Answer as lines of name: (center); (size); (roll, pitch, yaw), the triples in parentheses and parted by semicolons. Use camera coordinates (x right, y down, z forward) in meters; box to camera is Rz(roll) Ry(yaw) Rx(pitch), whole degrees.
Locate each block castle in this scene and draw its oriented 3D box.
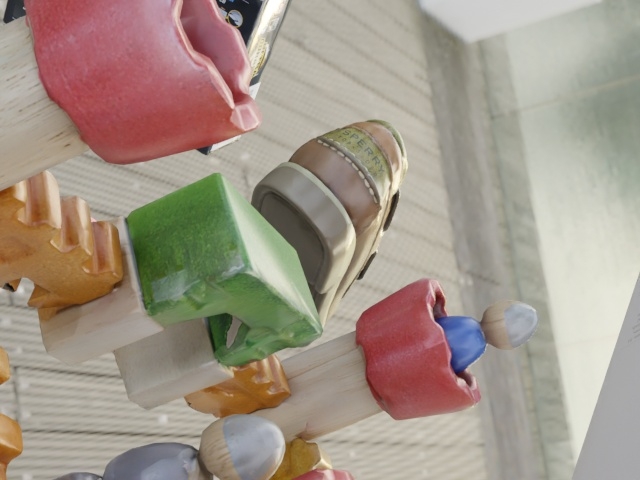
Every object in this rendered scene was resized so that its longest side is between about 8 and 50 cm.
block castle: (0.007, 0.101, 0.540); (0.453, 0.212, 0.303); (49, 21, -60)

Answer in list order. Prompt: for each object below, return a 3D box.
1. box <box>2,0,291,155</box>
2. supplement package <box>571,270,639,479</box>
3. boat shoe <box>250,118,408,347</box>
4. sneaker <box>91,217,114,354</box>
box: (-0.169, -0.285, 1.256); (0.073, 0.295, 0.293); (-34, 153, -55)
supplement package: (0.307, 0.138, 0.859); (0.175, 0.177, 0.293); (32, 59, -8)
boat shoe: (0.000, 0.000, 0.959); (0.104, 0.307, 0.111); (-42, 88, -20)
sneaker: (-0.267, 0.076, 1.476); (0.314, 0.116, 0.136); (40, 13, 11)
